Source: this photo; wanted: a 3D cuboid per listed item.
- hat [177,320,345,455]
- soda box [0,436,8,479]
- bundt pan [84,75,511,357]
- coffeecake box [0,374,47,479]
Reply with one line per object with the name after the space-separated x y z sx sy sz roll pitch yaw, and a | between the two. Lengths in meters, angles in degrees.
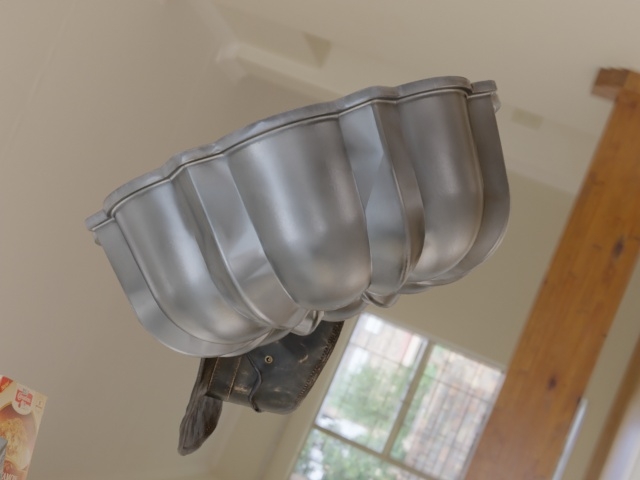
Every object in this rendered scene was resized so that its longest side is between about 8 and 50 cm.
-0.041 0.084 1.023 0.331 0.133 0.332 16 -90 -84 | hat
-0.536 0.247 1.180 0.091 0.286 0.098 -57 -11 -56 | soda box
0.000 0.000 0.726 0.331 0.330 0.124 22 -131 -77 | bundt pan
-0.497 0.307 1.450 0.142 0.068 0.186 59 -142 -65 | coffeecake box
